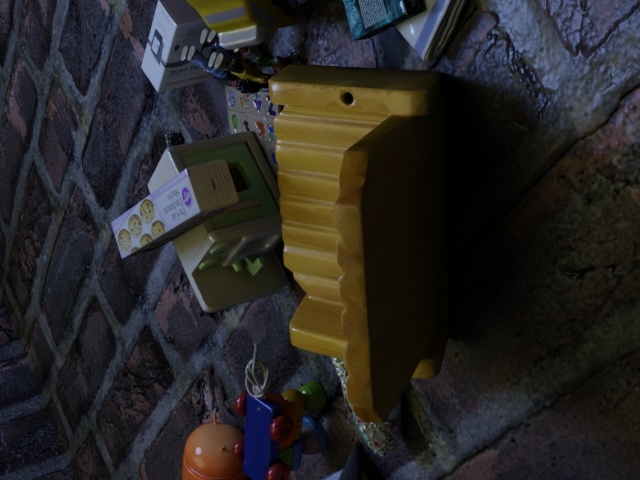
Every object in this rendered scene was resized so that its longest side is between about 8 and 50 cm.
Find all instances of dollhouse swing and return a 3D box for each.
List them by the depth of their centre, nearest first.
[{"bbox_3d":[0.000,0.000,1.129,0.315,0.305,0.346,10,115,34],"label":"dollhouse swing"}]

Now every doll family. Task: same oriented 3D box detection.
[{"bbox_3d":[-0.121,-0.259,1.437,0.193,0.111,0.076,32,101,51],"label":"doll family"}]

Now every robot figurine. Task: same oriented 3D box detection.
[{"bbox_3d":[-0.198,0.435,1.848,0.128,0.158,0.219,21,126,18],"label":"robot figurine"}]

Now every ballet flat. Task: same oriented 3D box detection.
[{"bbox_3d":[0.067,0.184,1.363,0.077,0.091,0.240,-26,86,36],"label":"ballet flat"}]

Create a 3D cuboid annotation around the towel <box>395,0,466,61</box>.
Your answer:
[{"bbox_3d":[0.090,-0.367,1.109,0.285,0.034,0.209,58,148,27],"label":"towel"}]

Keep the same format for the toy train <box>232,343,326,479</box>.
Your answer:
[{"bbox_3d":[-0.050,0.254,1.527,0.105,0.143,0.248,26,121,40],"label":"toy train"}]

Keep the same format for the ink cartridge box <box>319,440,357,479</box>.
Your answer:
[{"bbox_3d":[0.006,0.434,1.444,0.066,0.232,0.189,3,113,10],"label":"ink cartridge box"}]

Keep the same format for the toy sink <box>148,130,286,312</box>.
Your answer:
[{"bbox_3d":[-0.140,-0.032,1.496,0.234,0.153,0.131,65,147,16],"label":"toy sink"}]

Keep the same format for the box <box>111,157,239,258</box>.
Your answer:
[{"bbox_3d":[-0.219,-0.040,1.411,0.324,0.063,0.067,-21,87,58],"label":"box"}]

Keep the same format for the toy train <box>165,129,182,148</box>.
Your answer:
[{"bbox_3d":[-0.257,-0.123,1.776,0.036,0.027,0.158,-156,55,-64],"label":"toy train"}]

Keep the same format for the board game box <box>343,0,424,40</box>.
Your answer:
[{"bbox_3d":[0.054,-0.336,1.126,0.126,0.026,0.186,-7,99,63],"label":"board game box"}]

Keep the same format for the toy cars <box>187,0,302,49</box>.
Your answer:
[{"bbox_3d":[-0.081,-0.312,1.175,0.394,0.177,0.087,142,127,-76],"label":"toy cars"}]

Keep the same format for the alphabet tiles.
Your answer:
[{"bbox_3d":[-0.076,-0.132,1.503,0.237,0.009,0.198,20,120,52],"label":"alphabet tiles"}]

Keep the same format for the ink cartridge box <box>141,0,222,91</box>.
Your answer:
[{"bbox_3d":[-0.209,-0.312,1.529,0.063,0.109,0.150,55,145,21],"label":"ink cartridge box"}]
